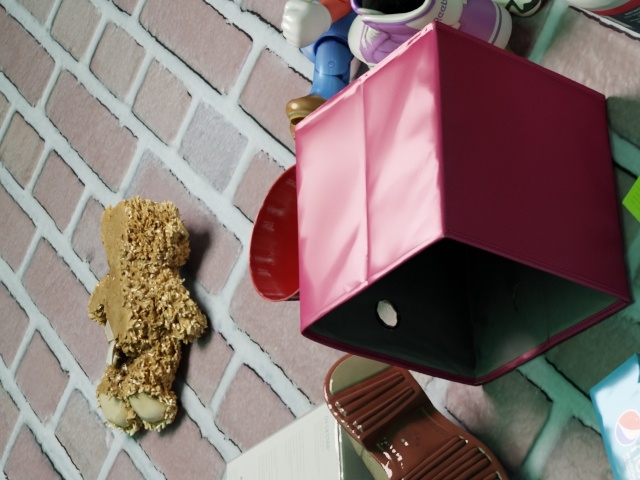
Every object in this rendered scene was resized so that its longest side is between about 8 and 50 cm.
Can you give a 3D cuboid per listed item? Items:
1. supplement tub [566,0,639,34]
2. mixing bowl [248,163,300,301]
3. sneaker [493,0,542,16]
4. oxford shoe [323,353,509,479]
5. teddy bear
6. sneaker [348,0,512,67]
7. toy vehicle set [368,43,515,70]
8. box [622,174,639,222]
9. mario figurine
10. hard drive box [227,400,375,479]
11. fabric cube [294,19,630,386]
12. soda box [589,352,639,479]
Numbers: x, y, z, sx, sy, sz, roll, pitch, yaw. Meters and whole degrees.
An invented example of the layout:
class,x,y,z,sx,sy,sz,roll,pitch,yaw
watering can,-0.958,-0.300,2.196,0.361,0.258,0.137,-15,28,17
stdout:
class,x,y,z,sx,sy,sz,roll,pitch,yaw
supplement tub,0.359,-0.270,1.761,0.191,0.272,0.191,-31,51,46
mixing bowl,0.000,0.000,2.333,0.181,0.098,0.181,-30,51,46
sneaker,0.218,-0.285,2.198,0.109,0.044,0.040,-2,71,54
oxford shoe,0.131,0.265,2.018,0.123,0.130,0.348,-31,53,-3
teddy bear,-0.244,0.110,2.664,0.245,0.113,0.338,-40,51,50
sneaker,0.082,-0.271,2.219,0.282,0.161,0.102,0,76,58
toy vehicle set,0.152,-0.200,2.261,0.166,0.035,0.267,-55,36,25
box,0.382,-0.076,1.847,0.178,0.042,0.109,-60,34,20
mario figurine,-0.012,-0.292,2.436,0.198,0.170,0.320,-14,64,55
hard drive box,-0.011,0.310,2.203,0.232,0.089,0.181,-36,47,44
fabric cube,0.141,-0.030,1.989,0.259,0.254,0.258,-35,47,44
soda box,0.323,0.215,1.766,0.071,0.067,0.210,-45,41,35
